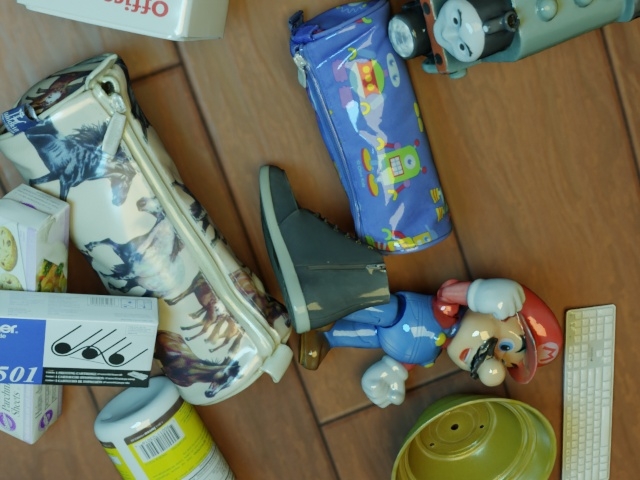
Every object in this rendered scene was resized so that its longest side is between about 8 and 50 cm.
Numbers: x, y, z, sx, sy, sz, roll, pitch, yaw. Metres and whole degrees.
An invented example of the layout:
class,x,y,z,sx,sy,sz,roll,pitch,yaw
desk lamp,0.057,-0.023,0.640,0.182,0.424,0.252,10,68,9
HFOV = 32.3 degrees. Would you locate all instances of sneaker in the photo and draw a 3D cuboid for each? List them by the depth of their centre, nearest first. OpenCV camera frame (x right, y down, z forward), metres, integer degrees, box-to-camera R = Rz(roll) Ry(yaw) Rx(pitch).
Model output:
class,x,y,z,sx,sy,sz,roll,pitch,yaw
sneaker,0.000,0.000,1.285,0.118,0.222,0.083,-13,150,-9

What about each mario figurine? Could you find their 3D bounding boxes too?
class,x,y,z,sx,sy,sz,roll,pitch,yaw
mario figurine,0.139,0.125,1.335,0.321,0.198,0.170,3,86,-7

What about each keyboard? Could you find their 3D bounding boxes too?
class,x,y,z,sx,sy,sz,roll,pitch,yaw
keyboard,0.360,0.211,1.488,0.072,0.014,0.256,-4,105,-9

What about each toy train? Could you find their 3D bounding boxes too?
class,x,y,z,sx,sy,sz,roll,pitch,yaw
toy train,0.241,-0.273,1.223,0.334,0.190,0.142,-22,107,-25

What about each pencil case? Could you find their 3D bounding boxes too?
class,x,y,z,sx,sy,sz,roll,pitch,yaw
pencil case,-0.188,-0.008,1.240,0.160,0.183,0.410,-42,109,-27
pencil case,0.057,-0.128,1.288,0.133,0.119,0.306,-26,108,-23

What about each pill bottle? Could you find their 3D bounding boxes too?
class,x,y,z,sx,sy,sz,roll,pitch,yaw
pill bottle,-0.176,0.280,1.351,0.117,0.117,0.215,-28,107,-3

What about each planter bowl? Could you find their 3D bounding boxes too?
class,x,y,z,sx,sy,sz,roll,pitch,yaw
planter bowl,0.184,0.263,1.418,0.217,0.090,0.217,-6,120,-11

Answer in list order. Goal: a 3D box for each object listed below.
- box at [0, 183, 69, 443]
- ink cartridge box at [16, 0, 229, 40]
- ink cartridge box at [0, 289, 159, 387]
class,x,y,z,sx,sy,sz,roll,pitch,yaw
box,-0.326,0.089,1.228,0.067,0.063,0.324,24,128,14
ink cartridge box,-0.188,-0.359,1.150,0.198,0.115,0.272,15,103,15
ink cartridge box,-0.279,0.104,1.165,0.207,0.046,0.097,4,127,-14
